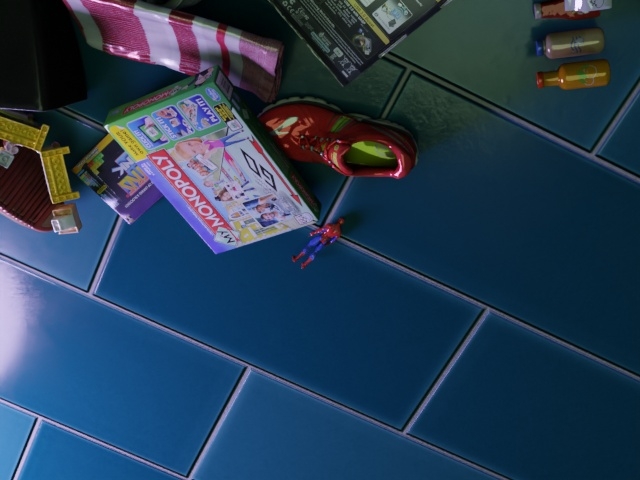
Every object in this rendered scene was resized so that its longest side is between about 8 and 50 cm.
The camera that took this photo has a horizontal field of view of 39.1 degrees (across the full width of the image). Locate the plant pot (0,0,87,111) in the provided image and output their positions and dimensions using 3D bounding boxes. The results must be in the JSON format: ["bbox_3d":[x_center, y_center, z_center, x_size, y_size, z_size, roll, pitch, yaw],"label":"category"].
[{"bbox_3d":[-0.483,-0.300,1.410,0.188,0.187,0.166,6,106,4],"label":"plant pot"}]

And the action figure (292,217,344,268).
[{"bbox_3d":[0.000,0.000,1.589,0.038,0.030,0.115,41,110,-20],"label":"action figure"}]

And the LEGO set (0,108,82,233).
[{"bbox_3d":[-0.491,-0.143,1.520,0.132,0.107,0.287,-46,122,0],"label":"LEGO set"}]

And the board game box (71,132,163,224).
[{"bbox_3d":[-0.318,-0.131,1.546,0.170,0.048,0.141,-39,106,23],"label":"board game box"}]

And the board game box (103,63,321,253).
[{"bbox_3d":[-0.167,-0.119,1.460,0.214,0.046,0.317,-18,131,25],"label":"board game box"}]

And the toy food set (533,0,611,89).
[{"bbox_3d":[0.362,-0.343,1.320,0.105,0.111,0.232,-6,119,9],"label":"toy food set"}]

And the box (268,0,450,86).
[{"bbox_3d":[0.028,-0.471,1.302,0.318,0.097,0.395,-37,107,24],"label":"box"}]

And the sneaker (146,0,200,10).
[{"bbox_3d":[-0.192,-0.408,1.257,0.090,0.115,0.232,24,135,6],"label":"sneaker"}]

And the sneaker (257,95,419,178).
[{"bbox_3d":[0.022,-0.159,1.452,0.279,0.118,0.107,8,117,2],"label":"sneaker"}]

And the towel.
[{"bbox_3d":[-0.217,-0.296,1.356,0.329,0.237,0.037,16,83,-2],"label":"towel"}]

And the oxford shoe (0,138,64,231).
[{"bbox_3d":[-0.597,-0.137,1.559,0.348,0.123,0.130,46,143,-20],"label":"oxford shoe"}]
